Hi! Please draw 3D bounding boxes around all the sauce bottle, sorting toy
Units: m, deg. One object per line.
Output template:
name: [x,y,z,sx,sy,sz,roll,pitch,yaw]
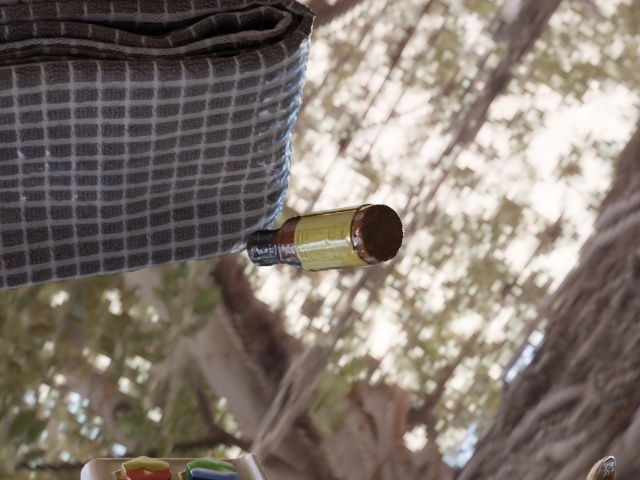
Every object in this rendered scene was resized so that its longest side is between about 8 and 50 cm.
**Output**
sauce bottle: [0.000,0.000,1.088,0.042,0.128,0.042,4,-96,-38]
sorting toy: [-0.151,0.291,1.828,0.208,0.038,0.193,-1,-155,-18]

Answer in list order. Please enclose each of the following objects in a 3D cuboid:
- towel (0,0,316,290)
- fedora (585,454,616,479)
towel: [-0.155,-0.076,1.102,0.284,0.235,0.121,-9,-122,-14]
fedora: [0.227,0.262,1.251,0.079,0.194,0.194,12,-148,15]
